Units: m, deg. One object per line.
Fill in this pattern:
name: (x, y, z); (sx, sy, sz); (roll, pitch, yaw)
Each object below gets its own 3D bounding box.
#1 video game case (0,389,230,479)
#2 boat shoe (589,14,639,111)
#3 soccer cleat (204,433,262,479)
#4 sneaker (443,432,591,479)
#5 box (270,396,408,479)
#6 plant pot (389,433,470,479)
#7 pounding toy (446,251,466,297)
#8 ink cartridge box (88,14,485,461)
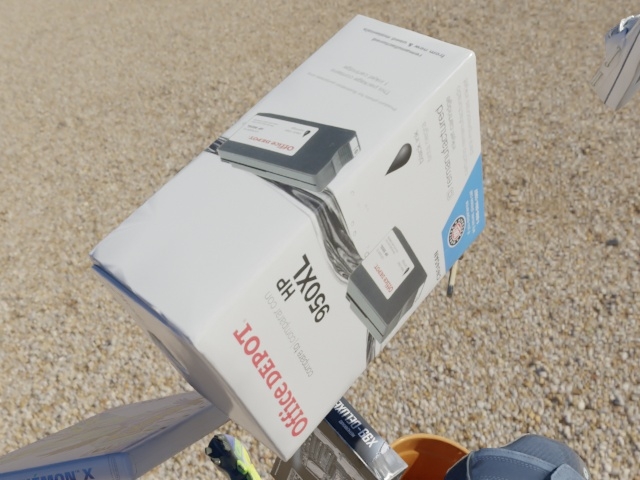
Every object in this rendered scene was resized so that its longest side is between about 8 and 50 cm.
video game case: (-0.266, 0.259, 0.858); (0.299, 0.036, 0.329); (-16, -3, 21)
boat shoe: (0.504, -0.317, 1.052); (0.095, 0.258, 0.084); (-35, 67, -18)
soccer cleat: (-0.181, 0.589, 1.596); (0.093, 0.121, 0.289); (-52, 46, 3)
sneaker: (0.143, 0.201, 0.318); (0.086, 0.226, 0.163); (-43, 2, 21)
box: (0.026, 0.471, 1.323); (0.076, 0.308, 0.242); (-21, 53, -39)
plant pot: (0.229, 0.612, 1.437); (0.290, 0.204, 0.291); (11, 40, -9)
pounding toy: (0.230, 0.020, 1.187); (0.100, 0.141, 0.130); (34, 95, 8)
ink cartridge box: (0.000, 0.000, 0.704); (0.166, 0.286, 0.395); (30, 66, 33)
